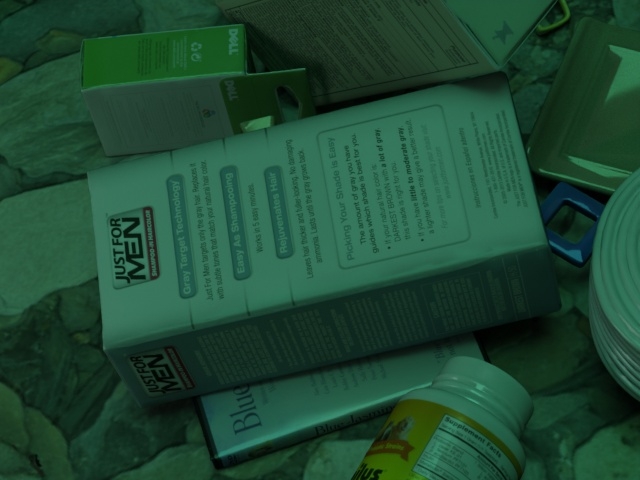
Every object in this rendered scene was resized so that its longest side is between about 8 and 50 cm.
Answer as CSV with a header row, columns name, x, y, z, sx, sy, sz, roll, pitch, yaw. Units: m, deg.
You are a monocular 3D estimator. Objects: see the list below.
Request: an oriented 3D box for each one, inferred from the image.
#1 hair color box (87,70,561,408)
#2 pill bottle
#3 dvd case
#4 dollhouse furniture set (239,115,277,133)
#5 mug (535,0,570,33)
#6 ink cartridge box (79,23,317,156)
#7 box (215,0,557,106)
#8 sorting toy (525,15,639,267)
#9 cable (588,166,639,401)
name,x,y,z,sx,sy,sz,roll,pitch,yaw
hair color box,0.000,0.000,1.663,0.374,0.113,0.185,-13,56,5
pill bottle,0.086,0.201,1.554,0.117,0.117,0.215,23,62,22
dvd case,0.002,0.082,1.703,0.253,0.022,0.180,-19,56,-3
dollhouse furniture set,-0.030,-0.094,1.771,0.091,0.114,0.081,-13,51,2
mug,0.206,-0.244,1.877,0.064,0.078,0.062,-25,24,-19
ink cartridge box,-0.110,-0.142,1.816,0.209,0.109,0.062,-5,57,5
box,0.057,-0.220,1.722,0.121,0.148,0.311,-50,24,-25
sorting toy,0.303,-0.105,1.769,0.196,0.047,0.347,18,62,14
cable,0.346,0.032,1.589,0.257,0.089,0.257,21,62,22
